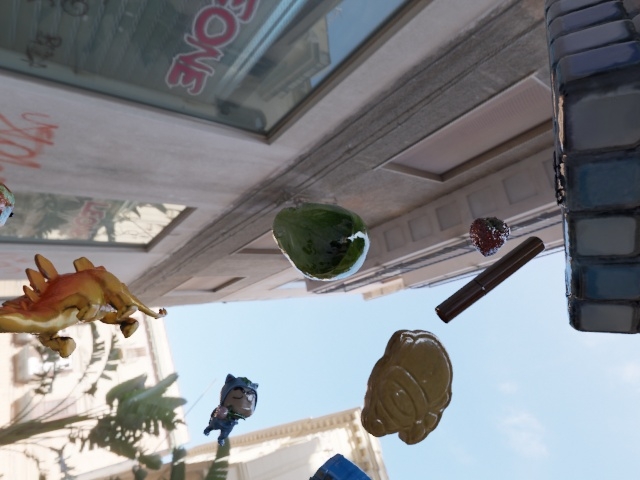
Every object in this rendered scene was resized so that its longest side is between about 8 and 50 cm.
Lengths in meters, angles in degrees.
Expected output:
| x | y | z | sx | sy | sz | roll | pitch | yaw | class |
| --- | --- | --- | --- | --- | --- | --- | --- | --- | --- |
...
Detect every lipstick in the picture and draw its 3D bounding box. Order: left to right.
| x | y | z | sx | sy | sz | roll | pitch | yaw | class |
| --- | --- | --- | --- | --- | --- | --- | --- | --- | --- |
| 0.460 | 0.101 | 1.098 | 0.057 | 0.357 | 0.057 | 53 | -12 | 16 | lipstick |

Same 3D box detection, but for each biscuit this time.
| x | y | z | sx | sy | sz | roll | pitch | yaw | class |
| --- | --- | --- | --- | --- | --- | --- | --- | --- | --- |
| 0.274 | 0.445 | 1.221 | 0.351 | 0.312 | 0.057 | -53 | -159 | -17 | biscuit |

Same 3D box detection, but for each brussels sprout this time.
| x | y | z | sx | sy | sz | roll | pitch | yaw | class |
| --- | --- | --- | --- | --- | --- | --- | --- | --- | --- |
| 0.000 | 0.000 | 1.144 | 0.210 | 0.271 | 0.219 | 92 | 20 | -80 | brussels sprout |

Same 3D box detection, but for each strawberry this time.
| x | y | z | sx | sy | sz | roll | pitch | yaw | class |
| --- | --- | --- | --- | --- | --- | --- | --- | --- | --- |
| 0.369 | -0.008 | 0.896 | 0.083 | 0.083 | 0.096 | 23 | -44 | 47 | strawberry |

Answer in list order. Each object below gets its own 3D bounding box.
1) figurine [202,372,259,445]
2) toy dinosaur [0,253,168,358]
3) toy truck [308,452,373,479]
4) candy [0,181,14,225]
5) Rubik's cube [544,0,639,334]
| x | y | z | sx | sy | sz | roll | pitch | yaw | class |
| --- | --- | --- | --- | --- | --- | --- | --- | --- | --- |
| -0.229 | 0.445 | 1.052 | 0.178 | 0.114 | 0.144 | -59 | -169 | -2 | figurine |
| -0.262 | 0.062 | 0.454 | 0.117 | 0.288 | 0.070 | 35 | -91 | 6 | toy dinosaur |
| -0.022 | 0.683 | 0.898 | 0.162 | 0.161 | 0.385 | 26 | -92 | 26 | toy truck |
| -0.576 | -0.127 | 0.630 | 0.287 | 0.078 | 0.084 | 45 | -14 | 13 | candy |
| 0.383 | -0.102 | 0.381 | 0.293 | 0.292 | 0.287 | -6 | -141 | 32 | Rubik's cube |
